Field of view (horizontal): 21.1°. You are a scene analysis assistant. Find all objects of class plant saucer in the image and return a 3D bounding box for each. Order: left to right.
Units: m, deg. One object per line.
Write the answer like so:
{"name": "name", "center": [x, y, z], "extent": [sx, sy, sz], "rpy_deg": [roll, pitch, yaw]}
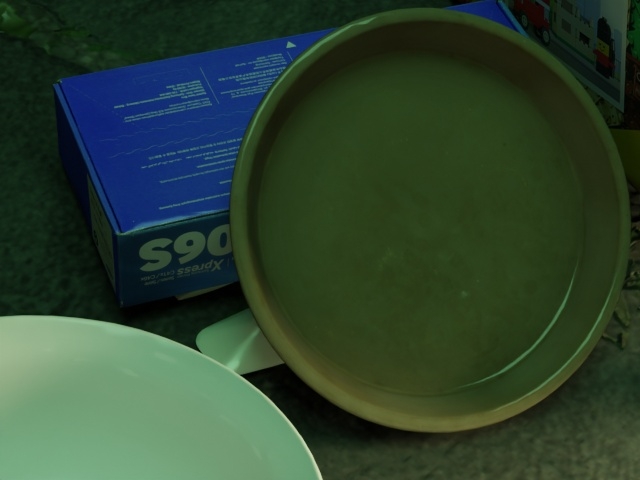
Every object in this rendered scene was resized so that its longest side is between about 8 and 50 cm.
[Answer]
{"name": "plant saucer", "center": [0.071, -0.013, 1.126], "extent": [0.277, 0.041, 0.278], "rpy_deg": [2, 85, -17]}

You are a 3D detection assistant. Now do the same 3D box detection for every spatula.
{"name": "spatula", "center": [0.000, 0.000, 1.212], "extent": [0.242, 0.019, 0.168], "rpy_deg": [-20, 49, -23]}

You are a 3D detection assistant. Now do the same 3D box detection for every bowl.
{"name": "bowl", "center": [-0.150, 0.183, 0.934], "extent": [0.297, 0.134, 0.298], "rpy_deg": [9, 36, -6]}

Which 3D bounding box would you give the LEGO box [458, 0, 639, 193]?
{"name": "LEGO box", "center": [0.282, -0.233, 1.162], "extent": [0.193, 0.372, 0.500], "rpy_deg": [-16, 43, -19]}

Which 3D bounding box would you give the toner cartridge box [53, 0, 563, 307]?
{"name": "toner cartridge box", "center": [0.001, -0.069, 1.214], "extent": [0.347, 0.075, 0.165], "rpy_deg": [-12, 48, -17]}
